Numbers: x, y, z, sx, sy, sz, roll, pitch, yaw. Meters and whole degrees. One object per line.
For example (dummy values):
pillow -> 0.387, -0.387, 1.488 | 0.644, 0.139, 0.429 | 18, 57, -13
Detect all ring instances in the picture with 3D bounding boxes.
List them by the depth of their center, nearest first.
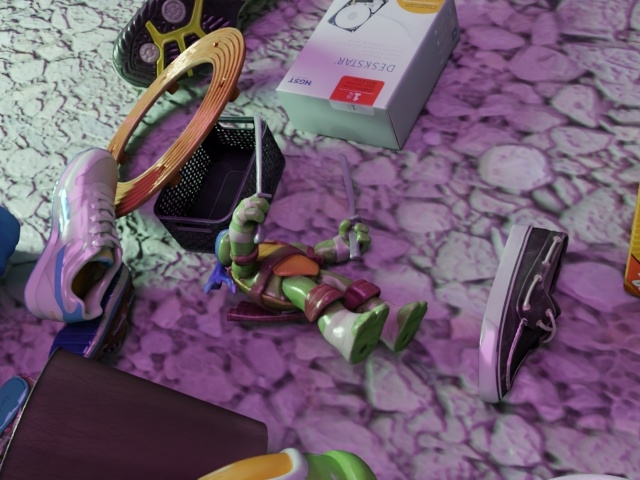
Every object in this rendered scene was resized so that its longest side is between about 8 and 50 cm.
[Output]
ring -> -0.220, -0.167, 1.017 | 0.336, 0.032, 0.337 | -31, 39, 29

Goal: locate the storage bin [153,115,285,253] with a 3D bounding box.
storage bin -> -0.137, -0.078, 0.977 | 0.122, 0.084, 0.180 | 5, 58, 22

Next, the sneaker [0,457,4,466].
sneaker -> -0.359, 0.312, 0.775 | 0.130, 0.112, 0.297 | -5, 53, 22

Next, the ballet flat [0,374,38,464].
ballet flat -> -0.412, 0.270, 0.839 | 0.091, 0.077, 0.241 | 30, 68, 33

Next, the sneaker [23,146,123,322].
sneaker -> -0.291, -0.007, 0.889 | 0.092, 0.087, 0.229 | 5, 77, 25

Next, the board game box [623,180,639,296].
board game box -> 0.518, -0.116, 0.602 | 0.356, 0.357, 0.356 | 23, 67, 30

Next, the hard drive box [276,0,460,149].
hard drive box -> 0.075, -0.259, 1.022 | 0.181, 0.089, 0.232 | 15, 64, 28

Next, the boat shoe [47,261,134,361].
boat shoe -> -0.284, 0.114, 0.907 | 0.066, 0.066, 0.183 | 3, 53, 24

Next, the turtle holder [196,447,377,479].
turtle holder -> -0.044, 0.329, 0.544 | 0.227, 0.243, 0.321 | 5, 94, -17

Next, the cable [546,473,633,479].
cable -> 0.226, 0.322, 0.576 | 0.257, 0.089, 0.257 | -15, 54, 9

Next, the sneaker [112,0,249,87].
sneaker -> -0.204, -0.405, 1.213 | 0.385, 0.145, 0.147 | -47, 24, -11

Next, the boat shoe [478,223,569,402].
boat shoe -> 0.220, 0.074, 0.754 | 0.070, 0.078, 0.219 | 8, 59, 25

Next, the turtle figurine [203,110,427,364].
turtle figurine -> 0.000, 0.000, 0.808 | 0.266, 0.198, 0.275 | 36, 78, 30

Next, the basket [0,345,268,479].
basket -> -0.178, 0.217, 0.698 | 0.226, 0.204, 0.154 | 18, 103, -10

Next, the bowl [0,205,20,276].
bowl -> -0.605, -0.012, 0.916 | 0.390, 0.391, 0.077 | -3, 74, 17
